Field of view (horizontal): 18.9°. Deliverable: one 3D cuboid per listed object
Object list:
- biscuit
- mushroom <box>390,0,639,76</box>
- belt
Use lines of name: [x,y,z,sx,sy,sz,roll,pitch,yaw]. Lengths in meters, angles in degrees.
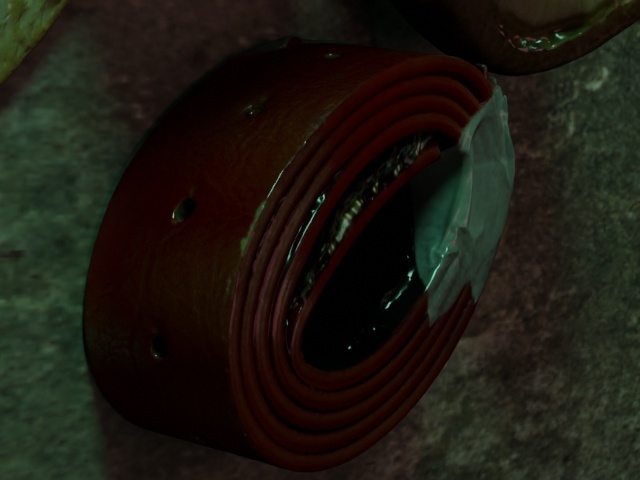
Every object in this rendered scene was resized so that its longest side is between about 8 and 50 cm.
biscuit: [-0.152,-0.136,0.973,0.147,0.018,0.071,-59,144,-32]
mushroom: [0.127,-0.245,1.207,0.278,0.163,0.297,-23,125,-27]
belt: [0.000,0.000,1.158,0.324,0.115,0.227,-41,133,-42]
